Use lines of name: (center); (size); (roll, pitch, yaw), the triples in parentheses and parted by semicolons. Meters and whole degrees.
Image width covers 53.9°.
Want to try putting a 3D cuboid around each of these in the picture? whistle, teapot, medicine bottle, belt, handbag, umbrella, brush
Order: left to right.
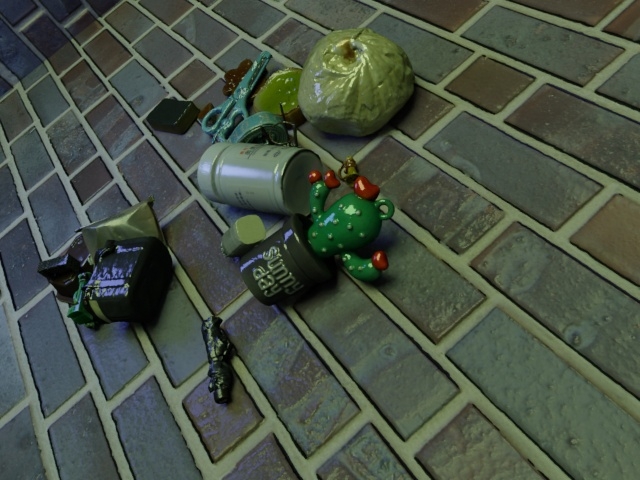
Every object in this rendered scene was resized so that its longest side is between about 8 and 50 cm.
handbag: (-0.605, -0.009, 1.935); (0.271, 0.117, 0.182); (-23, 82, 0)
handbag: (-0.543, 0.115, 1.780); (0.182, 0.181, 0.254); (-4, 53, 20)
brush: (-0.545, -0.462, 2.322); (0.197, 0.059, 0.123); (16, 63, 38)
umbrella: (-0.247, 0.292, 1.542); (0.071, 0.080, 0.224); (-3, 49, -15)
teapot: (-0.199, -0.011, 1.685); (0.107, 0.077, 0.200); (-21, -5, -26)
medicine bottle: (-0.173, -0.177, 1.779); (0.332, 0.190, 0.190); (11, 62, 36)
belt: (-0.183, -0.315, 1.933); (0.163, 0.148, 0.082); (-45, 40, 33)
whistle: (0.082, -0.191, 1.756); (0.046, 0.057, 0.109); (10, 35, -17)

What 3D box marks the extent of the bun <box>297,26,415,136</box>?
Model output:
bun: (0.088, -0.478, 1.827); (0.349, 0.227, 0.352); (-14, 54, 14)

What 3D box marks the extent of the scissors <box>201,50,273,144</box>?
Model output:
scissors: (-0.270, -0.492, 2.154); (0.180, 0.032, 0.392); (22, 75, 27)

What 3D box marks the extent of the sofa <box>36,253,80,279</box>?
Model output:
sofa: (-0.798, 0.081, 1.921); (0.118, 0.060, 0.039); (-13, 56, 20)

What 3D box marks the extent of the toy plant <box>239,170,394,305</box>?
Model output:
toy plant: (0.005, 0.011, 1.524); (0.400, 0.185, 0.279); (-32, 58, 15)

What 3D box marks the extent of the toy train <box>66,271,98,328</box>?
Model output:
toy train: (-0.687, 0.174, 1.869); (0.071, 0.104, 0.178); (-24, 46, 19)

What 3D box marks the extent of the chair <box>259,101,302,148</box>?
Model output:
chair: (-0.098, -0.286, 1.833); (0.095, 0.221, 0.104); (31, 71, 18)

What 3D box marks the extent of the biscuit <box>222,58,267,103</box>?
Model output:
biscuit: (-0.266, -0.561, 2.249); (0.180, 0.039, 0.236); (-31, 46, 3)

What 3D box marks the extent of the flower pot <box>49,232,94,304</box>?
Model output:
flower pot: (-0.761, 0.074, 2.006); (0.179, 0.084, 0.250); (7, 60, 35)

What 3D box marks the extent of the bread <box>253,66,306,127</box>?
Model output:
bread: (-0.110, -0.463, 2.045); (0.236, 0.070, 0.236); (-13, 51, 17)

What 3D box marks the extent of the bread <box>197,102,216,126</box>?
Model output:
bread: (-0.402, -0.434, 2.225); (0.062, 0.043, 0.109); (-22, 48, 12)
